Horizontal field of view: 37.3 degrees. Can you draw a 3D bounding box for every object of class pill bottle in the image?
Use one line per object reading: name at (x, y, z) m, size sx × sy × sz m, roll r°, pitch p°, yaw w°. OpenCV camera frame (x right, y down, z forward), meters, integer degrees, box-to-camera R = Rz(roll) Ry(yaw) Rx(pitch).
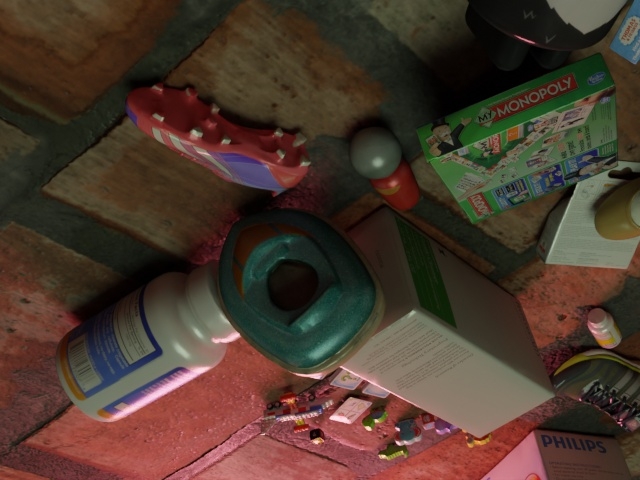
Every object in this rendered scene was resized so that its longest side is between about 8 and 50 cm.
pill bottle at (-0.229, 0.138, 1.347) m, size 0.272 × 0.152 × 0.152 m, roll -30°, pitch 136°, yaw 20°
pill bottle at (0.480, 0.147, 1.608) m, size 0.043 × 0.043 × 0.083 m, roll -25°, pitch 138°, yaw 16°

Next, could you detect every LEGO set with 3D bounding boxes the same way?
LEGO set at (0.014, 0.290, 1.656) m, size 0.183 × 0.060 × 0.244 m, roll 18°, pitch 132°, yaw -25°

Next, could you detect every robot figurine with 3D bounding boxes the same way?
robot figurine at (0.243, -0.299, 0.931) m, size 0.174 × 0.209 × 0.278 m, roll 32°, pitch 136°, yaw 10°

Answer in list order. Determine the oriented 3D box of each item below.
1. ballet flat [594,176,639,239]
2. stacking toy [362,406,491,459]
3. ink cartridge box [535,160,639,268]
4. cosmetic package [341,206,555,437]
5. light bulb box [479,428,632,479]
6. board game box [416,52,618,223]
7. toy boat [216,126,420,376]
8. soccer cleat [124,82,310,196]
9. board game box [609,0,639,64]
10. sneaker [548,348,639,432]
ballet flat at (0.496, -0.065, 1.322) m, size 0.232 × 0.073 × 0.080 m, roll -24°, pitch 95°, yaw -3°
stacking toy at (0.199, 0.352, 1.774) m, size 0.221 × 0.052 × 0.167 m, roll -17°, pitch 139°, yaw 8°
ink cartridge box at (0.411, -0.044, 1.388) m, size 0.145 × 0.045 × 0.179 m, roll 4°, pitch 119°, yaw -17°
cosmetic package at (0.169, 0.131, 1.401) m, size 0.155 × 0.197 × 0.366 m, roll -37°, pitch 135°, yaw 25°
light bulb box at (0.474, 0.633, 1.926) m, size 0.225 × 0.361 × 0.358 m, roll 11°, pitch 135°, yaw -23°
board game box at (0.254, -0.111, 1.160) m, size 0.214 × 0.046 × 0.317 m, roll -21°, pitch 163°, yaw 12°
toy boat at (0.000, 0.000, 1.215) m, size 0.318 × 0.267 × 0.148 m, roll -48°, pitch 143°, yaw -5°
soccer cleat at (-0.127, -0.112, 1.141) m, size 0.248 × 0.083 × 0.095 m, roll 15°, pitch 138°, yaw -31°
board game box at (0.390, -0.292, 0.981) m, size 0.211 × 0.039 × 0.160 m, roll -38°, pitch 157°, yaw -39°
sneaker at (0.539, 0.278, 1.713) m, size 0.300 × 0.121 × 0.111 m, roll 9°, pitch 135°, yaw -23°
